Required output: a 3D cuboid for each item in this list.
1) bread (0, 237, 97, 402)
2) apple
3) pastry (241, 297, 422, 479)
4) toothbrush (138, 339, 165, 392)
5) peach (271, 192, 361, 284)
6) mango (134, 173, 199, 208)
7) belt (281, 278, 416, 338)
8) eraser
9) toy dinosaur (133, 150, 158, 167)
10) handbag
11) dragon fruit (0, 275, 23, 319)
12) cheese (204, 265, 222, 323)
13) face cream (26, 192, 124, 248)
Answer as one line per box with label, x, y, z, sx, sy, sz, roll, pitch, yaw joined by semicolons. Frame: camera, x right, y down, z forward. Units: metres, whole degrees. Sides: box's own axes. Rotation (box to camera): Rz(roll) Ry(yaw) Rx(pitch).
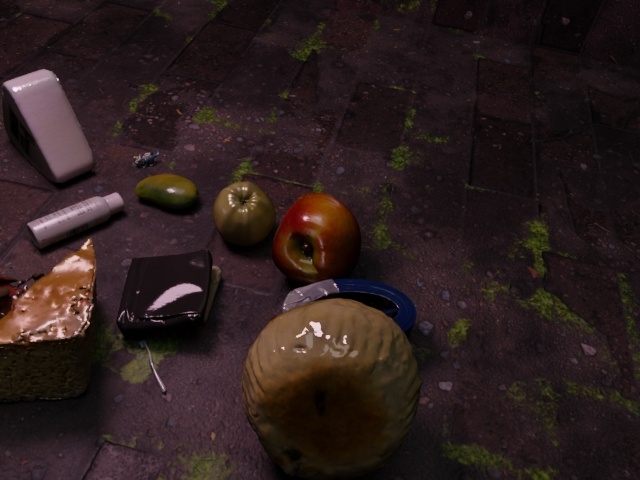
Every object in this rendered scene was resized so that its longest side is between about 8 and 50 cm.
bread;-0.643;0.182;1.376;0.278;0.248;0.315;-8;43;-19
apple;-0.224;-0.077;1.751;0.200;0.200;0.200;5;44;-5
pastry;0.020;0.302;1.282;0.388;0.389;0.313;12;19;3
toothbrush;-0.403;0.302;1.452;0.017;0.014;0.162;-9;45;-37
peach;0.000;0.000;1.680;0.245;0.248;0.275;42;27;-4
mango;-0.468;-0.158;1.855;0.191;0.086;0.122;20;48;9
belt;0.068;0.208;1.549;0.346;0.117;0.212;-2;47;-12
eraser;-0.862;-0.374;1.854;0.150;0.331;0.331;-32;57;-34
toy dinosaur;-0.571;-0.269;1.979;0.083;0.047;0.030;-18;49;-23
handbag;-0.393;0.136;1.554;0.222;0.080;0.247;-5;45;2
dragon fruit;-0.819;0.152;1.428;0.188;0.182;0.182;39;38;-25
cheese;-0.313;0.145;1.604;0.064;0.043;0.194;10;45;1
face cream;-0.695;-0.065;1.729;0.269;0.082;0.082;-28;55;-32
